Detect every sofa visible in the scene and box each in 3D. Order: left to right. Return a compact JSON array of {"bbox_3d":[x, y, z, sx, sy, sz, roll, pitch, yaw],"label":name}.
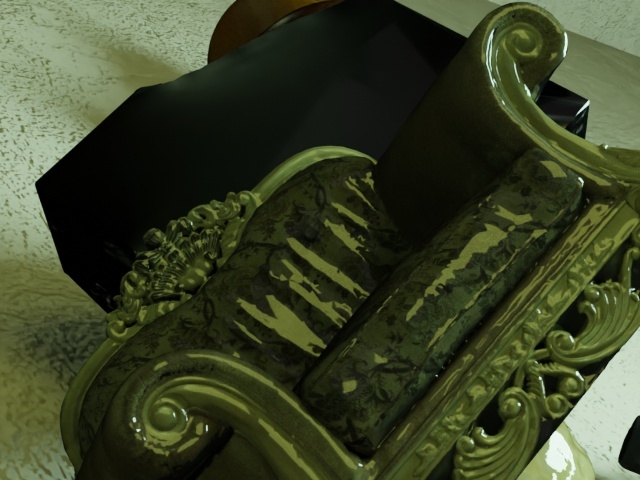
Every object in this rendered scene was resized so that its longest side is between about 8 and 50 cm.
[{"bbox_3d":[0.007,0.027,0.619,0.182,0.258,0.200,43,-23,2],"label":"sofa"}]

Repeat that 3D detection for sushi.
[{"bbox_3d":[0.000,-0.001,0.878,0.215,0.212,0.227,32,61,22],"label":"sushi"}]

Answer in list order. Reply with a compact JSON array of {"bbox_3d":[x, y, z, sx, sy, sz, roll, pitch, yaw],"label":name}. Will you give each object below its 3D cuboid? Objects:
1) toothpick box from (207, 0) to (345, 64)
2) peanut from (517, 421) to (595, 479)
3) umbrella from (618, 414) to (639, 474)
[{"bbox_3d":[-0.005,-0.129,1.278,0.192,0.192,0.294,19,13,-20],"label":"toothpick box"},{"bbox_3d":[0.083,0.148,0.728,0.123,0.123,0.256,24,16,-7],"label":"peanut"},{"bbox_3d":[0.333,0.188,0.988,0.272,0.122,0.110,23,-25,3],"label":"umbrella"}]
